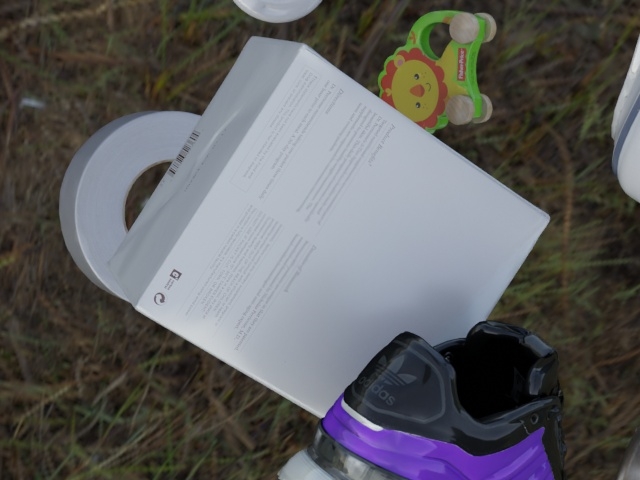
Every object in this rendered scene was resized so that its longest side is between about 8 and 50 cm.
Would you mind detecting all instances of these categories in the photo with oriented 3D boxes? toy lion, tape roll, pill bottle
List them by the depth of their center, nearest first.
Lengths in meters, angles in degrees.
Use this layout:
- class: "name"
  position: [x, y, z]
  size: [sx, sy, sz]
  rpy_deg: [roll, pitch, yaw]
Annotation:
- class: "toy lion"
  position: [0.087, -0.130, 1.088]
  size: [0.034, 0.096, 0.100]
  rpy_deg: [-12, 109, -49]
- class: "pill bottle"
  position: [-0.035, -0.247, 1.225]
  size: [0.094, 0.169, 0.094]
  rpy_deg: [0, 106, 0]
- class: "tape roll"
  position: [-0.174, -0.034, 1.540]
  size: [0.219, 0.072, 0.219]
  rpy_deg: [-3, 97, -26]

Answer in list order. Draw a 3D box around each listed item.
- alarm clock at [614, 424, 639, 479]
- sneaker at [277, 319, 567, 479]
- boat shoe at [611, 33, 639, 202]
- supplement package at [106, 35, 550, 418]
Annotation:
- class: "alarm clock"
  position: [0.302, 0.191, 1.186]
  size: [0.064, 0.129, 0.192]
  rpy_deg: [24, 40, 32]
- class: "sneaker"
  position: [0.114, 0.129, 0.858]
  size: [0.102, 0.293, 0.146]
  rpy_deg: [32, 95, 41]
- class: "boat shoe"
  position: [0.158, -0.136, 0.497]
  size: [0.084, 0.095, 0.258]
  rpy_deg: [30, 98, 29]
- class: "supplement package"
  position: [0.000, 0.000, 0.935]
  size: [0.203, 0.149, 0.194]
  rpy_deg: [33, 91, -19]
